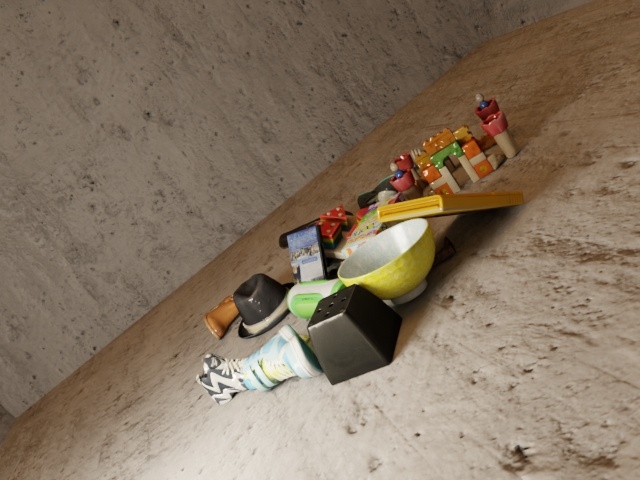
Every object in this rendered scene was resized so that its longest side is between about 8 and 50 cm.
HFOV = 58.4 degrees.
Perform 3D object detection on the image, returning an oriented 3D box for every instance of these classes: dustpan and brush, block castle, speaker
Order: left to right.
[{"bbox_3d":[0.011,0.184,1.792,0.131,0.131,0.296,-46,18,-28],"label":"speaker"},{"bbox_3d":[0.070,0.083,2.071,0.211,0.060,0.147,-47,18,-31],"label":"dustpan and brush"},{"bbox_3d":[0.470,-0.329,2.096,0.453,0.213,0.303,-31,17,21],"label":"block castle"}]

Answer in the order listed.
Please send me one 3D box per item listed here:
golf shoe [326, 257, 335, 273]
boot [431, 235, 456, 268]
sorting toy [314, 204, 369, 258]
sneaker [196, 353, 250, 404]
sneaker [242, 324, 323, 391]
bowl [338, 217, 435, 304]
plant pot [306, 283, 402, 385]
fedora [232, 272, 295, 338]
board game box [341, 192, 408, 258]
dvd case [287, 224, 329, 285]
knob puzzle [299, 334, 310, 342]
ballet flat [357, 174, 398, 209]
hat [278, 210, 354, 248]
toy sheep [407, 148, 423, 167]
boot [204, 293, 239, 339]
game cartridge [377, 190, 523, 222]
[{"bbox_3d":[-0.003,0.118,2.122,0.086,0.067,0.186,-27,19,38],"label":"golf shoe"},{"bbox_3d":[0.335,0.042,1.667,0.114,0.037,0.106,-38,13,17],"label":"boot"},{"bbox_3d":[0.098,-0.042,2.100,0.257,0.089,0.255,5,35,24],"label":"sorting toy"},{"bbox_3d":[-0.281,0.388,1.753,0.235,0.153,0.094,-37,24,20],"label":"sneaker"},{"bbox_3d":[-0.114,0.359,1.584,0.208,0.127,0.319,-40,9,-7],"label":"sneaker"},{"bbox_3d":[0.207,0.082,1.581,0.289,0.156,0.289,-31,13,8],"label":"bowl"},{"bbox_3d":[0.075,0.224,1.464,0.187,0.167,0.188,-28,17,30],"label":"plant pot"},{"bbox_3d":[-0.230,0.219,2.173,0.334,0.152,0.334,-34,16,11],"label":"fedora"},{"bbox_3d":[0.207,-0.012,1.893,0.142,0.144,0.275,-24,21,39],"label":"board game box"},{"bbox_3d":[-0.041,0.085,2.027,0.022,0.253,0.180,-3,-10,-40],"label":"dvd case"},{"bbox_3d":[-0.141,0.361,1.800,0.213,0.030,0.213,-34,16,12],"label":"knob puzzle"},{"bbox_3d":[0.254,-0.181,2.382,0.280,0.095,0.096,-31,58,57],"label":"ballet flat"},{"bbox_3d":[0.000,0.000,2.337,0.331,0.134,0.331,-18,18,6],"label":"hat"},{"bbox_3d":[0.426,-0.368,2.548,0.132,0.091,0.091,-28,17,14],"label":"toy sheep"},{"bbox_3d":[-0.358,0.291,2.380,0.220,0.109,0.283,-32,9,4],"label":"boot"},{"bbox_3d":[0.372,-0.100,1.643,0.323,0.053,0.285,-7,0,-31],"label":"game cartridge"}]
